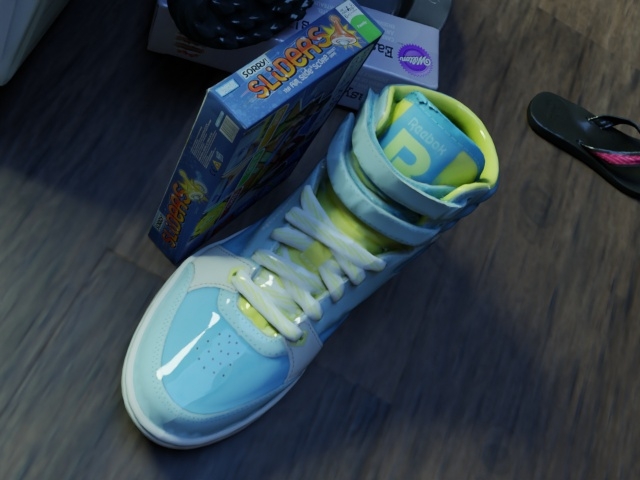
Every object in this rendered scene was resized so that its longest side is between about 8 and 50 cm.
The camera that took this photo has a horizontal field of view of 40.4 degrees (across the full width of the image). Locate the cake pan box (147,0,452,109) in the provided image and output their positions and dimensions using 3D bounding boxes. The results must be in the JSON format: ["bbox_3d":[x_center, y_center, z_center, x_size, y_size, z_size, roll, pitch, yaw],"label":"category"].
[{"bbox_3d":[-0.010,-0.249,0.805,0.266,0.070,0.246,15,63,-15],"label":"cake pan box"}]

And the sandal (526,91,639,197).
[{"bbox_3d":[0.290,-0.097,0.866,0.179,0.040,0.067,27,58,-8],"label":"sandal"}]

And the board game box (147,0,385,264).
[{"bbox_3d":[-0.045,-0.071,0.619,0.035,0.201,0.136,47,57,4],"label":"board game box"}]

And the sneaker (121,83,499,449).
[{"bbox_3d":[0.000,0.000,0.599,0.127,0.208,0.319,44,58,1],"label":"sneaker"}]

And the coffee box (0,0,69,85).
[{"bbox_3d":[-0.242,-0.387,0.559,0.334,0.338,0.338,29,43,-16],"label":"coffee box"}]

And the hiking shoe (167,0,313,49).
[{"bbox_3d":[-0.048,-0.275,0.720,0.132,0.113,0.304,20,61,23],"label":"hiking shoe"}]
